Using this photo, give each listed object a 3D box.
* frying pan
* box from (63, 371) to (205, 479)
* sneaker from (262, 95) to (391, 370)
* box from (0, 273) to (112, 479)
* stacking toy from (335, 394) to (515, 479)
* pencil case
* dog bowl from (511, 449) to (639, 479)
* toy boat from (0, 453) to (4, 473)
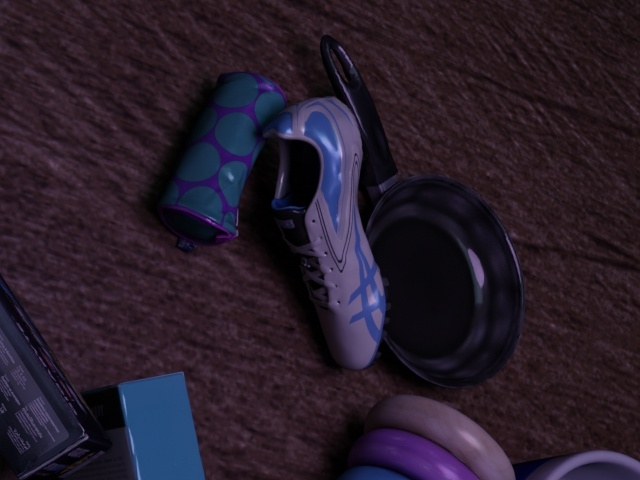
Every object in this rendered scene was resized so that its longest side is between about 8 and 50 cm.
[{"bbox_3d":[0.063,-0.003,1.318,0.326,0.053,0.197,43,55,-20],"label":"frying pan"},{"bbox_3d":[-0.125,0.224,1.069,0.060,0.100,0.244,-7,83,-42],"label":"box"},{"bbox_3d":[0.000,0.000,1.228,0.086,0.085,0.237,-19,108,-29],"label":"sneaker"},{"bbox_3d":[-0.220,0.053,0.957,0.051,0.175,0.220,-34,83,-8],"label":"box"},{"bbox_3d":[0.021,0.283,1.164,0.141,0.141,0.330,49,58,-19],"label":"stacking toy"},{"bbox_3d":[-0.078,-0.066,1.209,0.070,0.064,0.152,30,60,-15],"label":"pencil case"},{"bbox_3d":[0.230,0.326,1.331,0.264,0.104,0.265,12,71,-36],"label":"dog bowl"},{"bbox_3d":[-0.319,0.102,0.936,0.151,0.151,0.231,-41,107,-9],"label":"toy boat"}]
